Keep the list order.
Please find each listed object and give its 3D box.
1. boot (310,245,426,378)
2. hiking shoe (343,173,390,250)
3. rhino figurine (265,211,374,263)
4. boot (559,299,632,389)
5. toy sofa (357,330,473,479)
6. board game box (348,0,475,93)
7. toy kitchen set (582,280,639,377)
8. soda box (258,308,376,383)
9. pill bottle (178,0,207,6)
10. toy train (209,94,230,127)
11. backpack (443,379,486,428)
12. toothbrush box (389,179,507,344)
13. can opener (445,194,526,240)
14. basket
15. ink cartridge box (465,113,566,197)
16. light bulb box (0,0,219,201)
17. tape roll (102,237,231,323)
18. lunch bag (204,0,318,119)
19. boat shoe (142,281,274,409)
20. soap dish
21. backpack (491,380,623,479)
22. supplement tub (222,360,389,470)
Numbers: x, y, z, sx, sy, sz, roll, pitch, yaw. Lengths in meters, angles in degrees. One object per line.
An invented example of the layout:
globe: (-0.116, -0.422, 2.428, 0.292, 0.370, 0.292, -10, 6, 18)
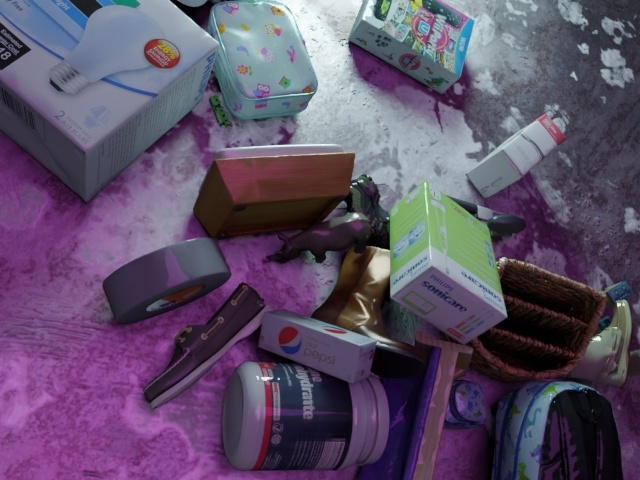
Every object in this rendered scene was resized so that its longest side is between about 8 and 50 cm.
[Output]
boot: (0.128, 0.136, 1.246, 0.280, 0.264, 0.096, -56, 139, -38)
hiking shoe: (0.103, -0.035, 1.392, 0.114, 0.086, 0.226, -21, 76, -12)
rhino figurine: (0.000, 0.000, 1.285, 0.243, 0.106, 0.073, -15, 66, -2)
boot: (0.660, 0.240, 1.468, 0.165, 0.077, 0.213, 6, 80, 22)
toy sofa: (0.176, 0.370, 1.179, 0.177, 0.150, 0.362, 12, 63, 14)
board game box: (0.251, -0.571, 1.641, 0.303, 0.097, 0.224, 26, 63, -14)
toy kitchen set: (0.787, 0.223, 1.552, 0.166, 0.122, 0.207, -21, 80, -28)
soda box: (-0.010, 0.193, 1.130, 0.069, 0.216, 0.073, 1, 102, -58)
pill bottle: (-0.204, -0.732, 1.430, 0.229, 0.229, 0.407, 41, 60, -4)
toy train: (-0.229, -0.292, 1.372, 0.024, 0.017, 0.083, -21, 80, -18)
backpack: (0.298, 0.354, 1.314, 0.114, 0.084, 0.105, 6, 66, -18)
toothbrush box: (0.258, 0.040, 1.264, 0.206, 0.122, 0.283, 33, 34, -21)
can opener: (0.376, -0.070, 1.503, 0.284, 0.095, 0.076, 15, 65, -18)
basket: (0.457, 0.198, 1.363, 0.299, 0.223, 0.213, 21, 64, -16)
ink cartridge box: (0.508, -0.219, 1.580, 0.218, 0.158, 0.092, -39, 90, -30)
light bulb box: (-0.457, -0.342, 1.174, 0.358, 0.225, 0.361, 41, 61, -4)
tape roll: (-0.275, 0.074, 1.096, 0.219, 0.219, 0.072, -19, 79, -28)
lunch bag: (-0.147, -0.423, 1.405, 0.224, 0.108, 0.279, -14, 75, -22)
boat shoe: (-0.220, 0.193, 1.142, 0.091, 0.109, 0.305, 49, 54, 1)
soap dish: (-0.094, -0.096, 1.232, 0.291, 0.229, 0.118, -7, 72, -25)
backpack: (0.499, 0.476, 1.280, 0.290, 0.273, 0.355, 10, 89, -17)
supplement tub: (-0.031, 0.326, 1.120, 0.272, 0.191, 0.191, 8, 68, -21)
